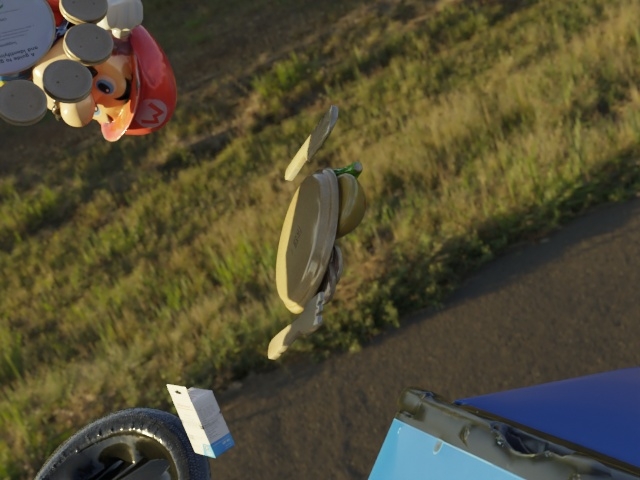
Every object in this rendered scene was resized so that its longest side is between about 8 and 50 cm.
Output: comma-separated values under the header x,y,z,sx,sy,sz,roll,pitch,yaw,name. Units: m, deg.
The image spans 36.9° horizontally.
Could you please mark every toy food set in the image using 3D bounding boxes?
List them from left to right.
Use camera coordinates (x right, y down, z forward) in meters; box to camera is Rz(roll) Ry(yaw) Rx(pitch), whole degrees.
x,y,z,sx,sy,sz,roll,pitch,yaw,name
0.000,0.000,0.787,0.132,0.039,0.192,134,145,-58,toy food set

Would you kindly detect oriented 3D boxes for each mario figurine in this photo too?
x,y,z,sx,sy,sz,roll,pitch,yaw,name
-0.289,-0.178,0.918,0.198,0.321,0.170,-3,68,65,mario figurine

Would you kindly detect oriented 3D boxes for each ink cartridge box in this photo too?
x,y,z,sx,sy,sz,roll,pitch,yaw,name
-0.128,0.185,1.020,0.028,0.083,0.048,-28,13,-33,ink cartridge box

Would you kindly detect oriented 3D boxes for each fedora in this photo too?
x,y,z,sx,sy,sz,roll,pitch,yaw,name
-0.256,0.391,1.302,0.334,0.152,0.334,-17,53,24,fedora

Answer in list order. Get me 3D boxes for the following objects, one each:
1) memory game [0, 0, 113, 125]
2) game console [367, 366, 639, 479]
x,y,z,sx,sy,sz,roll,pitch,yaw,name
-0.246,-0.159,0.709,0.186,0.186,0.012,-38,-12,-31,memory game
0.150,0.166,0.469,0.250,0.173,0.293,-66,17,-7,game console
